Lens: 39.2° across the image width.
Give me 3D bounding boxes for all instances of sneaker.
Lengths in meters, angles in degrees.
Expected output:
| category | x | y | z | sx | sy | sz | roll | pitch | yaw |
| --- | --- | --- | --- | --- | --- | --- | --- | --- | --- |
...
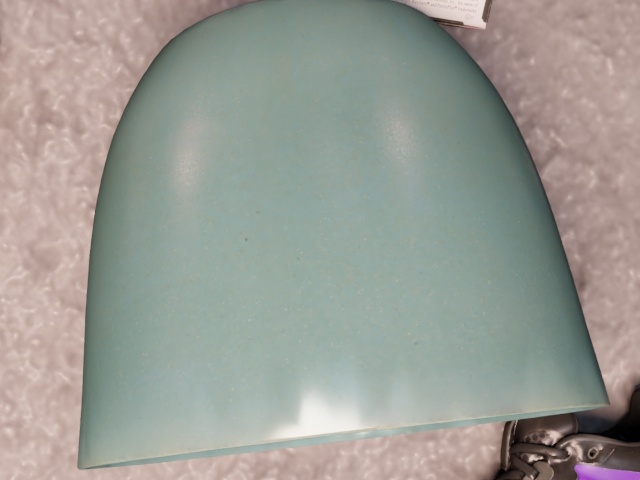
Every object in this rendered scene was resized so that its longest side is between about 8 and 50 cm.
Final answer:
| category | x | y | z | sx | sy | sz | roll | pitch | yaw |
| --- | --- | --- | --- | --- | --- | --- | --- | --- | --- |
| sneaker | 0.155 | 0.197 | 0.644 | 0.293 | 0.102 | 0.146 | -27 | 90 | -10 |

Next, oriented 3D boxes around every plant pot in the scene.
| category | x | y | z | sx | sy | sz | roll | pitch | yaw |
| --- | --- | --- | --- | --- | --- | --- | --- | --- | --- |
| plant pot | 0.000 | 0.000 | 0.533 | 0.293 | 0.293 | 0.235 | -5 | 77 | -6 |

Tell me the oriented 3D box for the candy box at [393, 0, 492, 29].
| category | x | y | z | sx | sy | sz | roll | pitch | yaw |
| --- | --- | --- | --- | --- | --- | --- | --- | --- | --- |
| candy box | 0.082 | -0.264 | 0.549 | 0.071 | 0.159 | 0.233 | 8 | 115 | -5 |
